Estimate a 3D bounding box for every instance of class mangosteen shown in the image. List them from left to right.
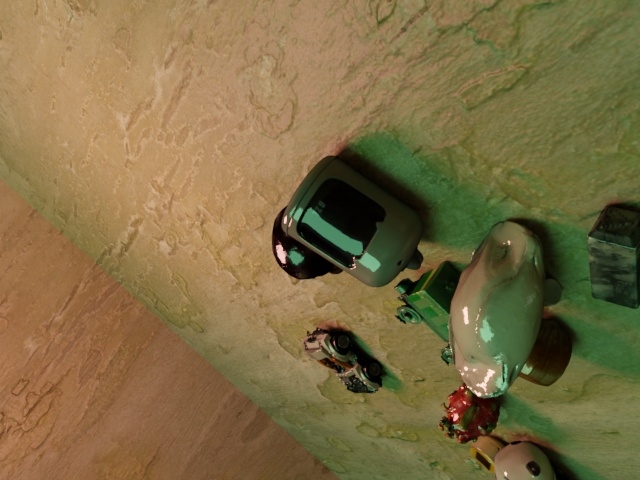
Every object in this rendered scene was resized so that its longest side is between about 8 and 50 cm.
[{"bbox_3d":[0.000,0.000,1.887,0.249,0.211,0.211,2,145,6],"label":"mangosteen"}]

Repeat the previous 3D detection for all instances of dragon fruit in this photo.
[{"bbox_3d":[0.420,0.486,2.117,0.160,0.172,0.166,4,136,50],"label":"dragon fruit"}]

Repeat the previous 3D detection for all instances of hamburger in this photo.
[{"bbox_3d":[0.540,0.669,2.359,0.141,0.081,0.127,30,153,44],"label":"hamburger"}]

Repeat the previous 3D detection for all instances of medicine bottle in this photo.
[{"bbox_3d":[0.462,0.114,1.605,0.058,0.058,0.091,46,153,-13],"label":"medicine bottle"}]

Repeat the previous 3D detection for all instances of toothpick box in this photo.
[{"bbox_3d":[0.094,-0.028,1.702,0.316,0.229,0.229,34,153,7],"label":"toothpick box"}]

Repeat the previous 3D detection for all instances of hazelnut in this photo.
[{"bbox_3d":[0.489,0.249,1.695,0.150,0.150,0.150,30,152,18],"label":"hazelnut"}]

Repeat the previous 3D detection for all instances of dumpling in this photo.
[{"bbox_3d":[0.351,0.129,1.575,0.260,0.181,0.341,-140,35,-65],"label":"dumpling"}]

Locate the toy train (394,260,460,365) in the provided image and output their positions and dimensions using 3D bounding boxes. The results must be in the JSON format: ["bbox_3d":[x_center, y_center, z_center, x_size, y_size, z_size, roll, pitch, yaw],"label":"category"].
[{"bbox_3d":[0.323,0.189,1.839,0.301,0.120,0.202,43,150,-7],"label":"toy train"}]

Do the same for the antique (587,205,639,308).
[{"bbox_3d":[0.537,0.026,1.339,0.086,0.088,0.183,17,146,36],"label":"antique"}]

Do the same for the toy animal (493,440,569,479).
[{"bbox_3d":[0.614,0.729,2.213,0.267,0.212,0.212,44,154,-18],"label":"toy animal"}]

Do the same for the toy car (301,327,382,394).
[{"bbox_3d":[0.081,0.405,2.493,0.301,0.118,0.193,46,150,-17],"label":"toy car"}]
